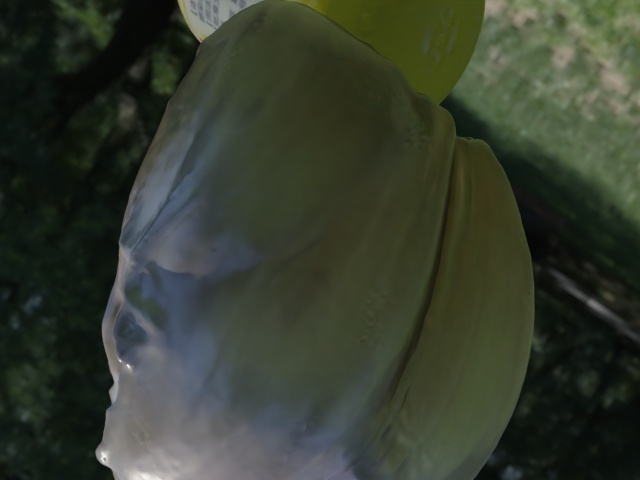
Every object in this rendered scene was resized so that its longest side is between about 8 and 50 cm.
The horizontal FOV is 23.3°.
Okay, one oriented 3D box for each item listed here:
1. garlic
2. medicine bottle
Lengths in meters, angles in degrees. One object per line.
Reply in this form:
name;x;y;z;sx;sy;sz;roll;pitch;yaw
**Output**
garlic;0.004;0.044;0.635;0.217;0.228;0.110;29;179;-44
medicine bottle;-0.023;-0.147;0.820;0.212;0.122;0.122;39;-174;42
